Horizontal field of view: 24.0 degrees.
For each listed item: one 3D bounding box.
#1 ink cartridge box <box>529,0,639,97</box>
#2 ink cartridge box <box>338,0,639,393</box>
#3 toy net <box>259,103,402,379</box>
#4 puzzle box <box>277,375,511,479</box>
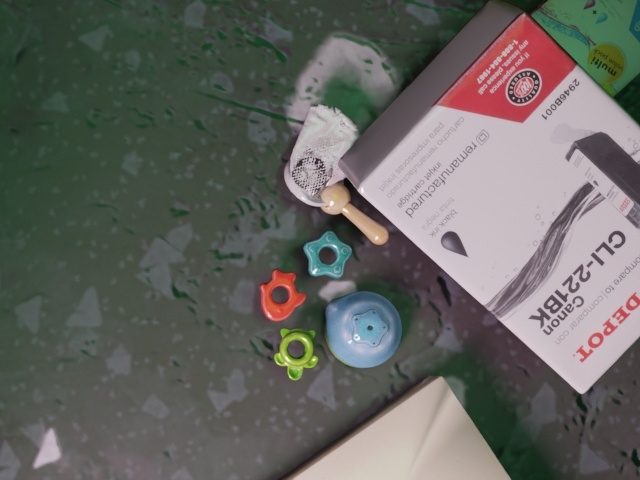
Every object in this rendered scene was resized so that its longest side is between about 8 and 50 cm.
[{"bbox_3d":[0.216,-0.159,1.348,0.181,0.061,0.104,-42,93,-9],"label":"ink cartridge box"},{"bbox_3d":[0.183,-0.036,1.264,0.273,0.114,0.197,42,96,-17],"label":"ink cartridge box"},{"bbox_3d":[0.000,0.000,1.312,0.122,0.045,0.232,-8,86,-8],"label":"toy net"},{"bbox_3d":[0.101,0.358,1.297,0.272,0.052,0.409,-33,92,-10],"label":"puzzle box"}]
